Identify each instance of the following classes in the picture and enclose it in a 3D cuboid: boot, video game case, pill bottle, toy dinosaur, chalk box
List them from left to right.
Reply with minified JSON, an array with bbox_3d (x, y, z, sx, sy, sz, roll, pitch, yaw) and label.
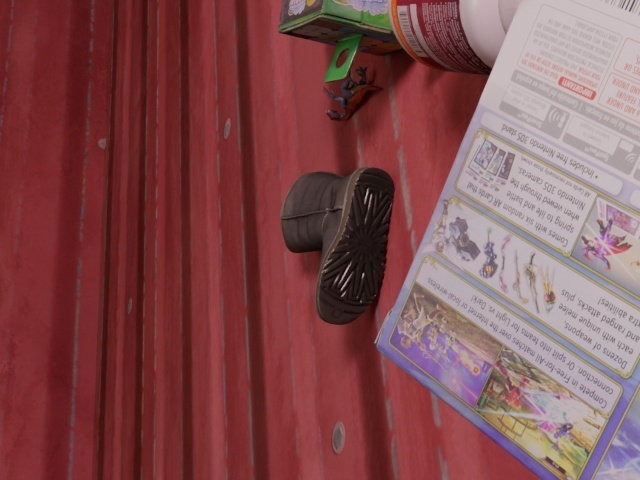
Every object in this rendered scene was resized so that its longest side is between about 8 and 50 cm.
[{"bbox_3d":[0.002,0.002,1.206,0.208,0.076,0.189,-2,66,61],"label":"boot"},{"bbox_3d":[0.031,-0.166,1.246,0.090,0.047,0.082,-121,25,-44],"label":"toy dinosaur"},{"bbox_3d":[0.043,-0.273,1.133,0.132,0.132,0.213,-170,88,-68],"label":"chalk box"},{"bbox_3d":[0.149,-0.191,0.845,0.221,0.121,0.121,-150,70,-67],"label":"pill bottle"},{"bbox_3d":[0.171,0.011,0.473,0.269,0.061,0.244,36,112,40],"label":"video game case"}]
